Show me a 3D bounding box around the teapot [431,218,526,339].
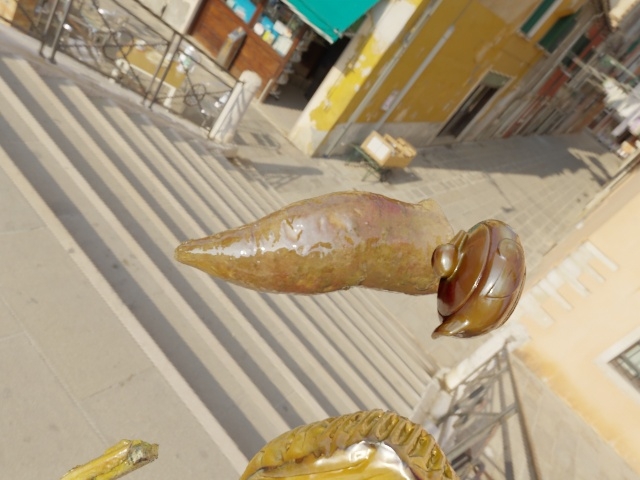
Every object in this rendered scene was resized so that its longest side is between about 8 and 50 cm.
[{"bbox_3d":[0.137,0.036,0.499,0.078,0.098,0.129,27,69,-9],"label":"teapot"}]

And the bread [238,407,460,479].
[{"bbox_3d":[0.026,0.234,0.438,0.199,0.199,0.104,45,14,11],"label":"bread"}]

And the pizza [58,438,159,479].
[{"bbox_3d":[-0.253,0.266,0.627,0.099,0.160,0.035,5,55,-62],"label":"pizza"}]

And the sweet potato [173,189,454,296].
[{"bbox_3d":[0.000,0.002,0.637,0.337,0.131,0.131,2,40,-15],"label":"sweet potato"}]
